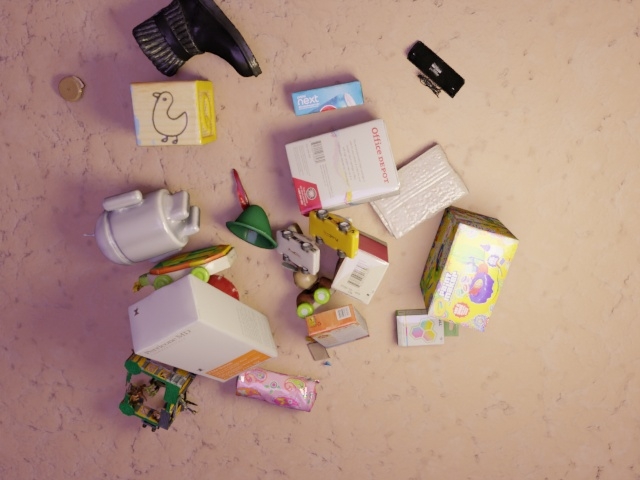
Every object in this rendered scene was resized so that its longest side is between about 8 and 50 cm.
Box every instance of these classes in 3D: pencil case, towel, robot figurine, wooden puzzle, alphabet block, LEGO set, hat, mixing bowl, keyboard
[{"bbox_3d":[-0.150,0.506,2.004,0.285,0.124,0.124,13,105,1],"label":"pencil case"},{"bbox_3d":[0.299,-0.147,1.812,0.282,0.049,0.187,-33,89,11],"label":"towel"},{"bbox_3d":[-0.561,-0.040,1.850,0.354,0.199,0.299,-18,131,8],"label":"robot figurine"},{"bbox_3d":[-0.004,0.379,1.998,0.079,0.014,0.116,-9,108,32],"label":"wooden puzzle"},{"bbox_3d":[-0.437,-0.385,1.754,0.197,0.193,0.192,-1,106,5],"label":"alphabet block"},{"bbox_3d":[-0.545,0.480,2.010,0.255,0.192,0.331,16,122,9],"label":"LEGO set"},{"bbox_3d":[-0.196,-0.097,1.869,0.173,0.208,0.183,7,66,39],"label":"hat"},{"bbox_3d":[-0.370,0.213,1.953,0.182,0.098,0.181,1,104,4],"label":"mixing bowl"},{"bbox_3d":[0.336,-0.502,1.748,0.192,0.038,0.100,40,81,-5],"label":"keyboard"}]

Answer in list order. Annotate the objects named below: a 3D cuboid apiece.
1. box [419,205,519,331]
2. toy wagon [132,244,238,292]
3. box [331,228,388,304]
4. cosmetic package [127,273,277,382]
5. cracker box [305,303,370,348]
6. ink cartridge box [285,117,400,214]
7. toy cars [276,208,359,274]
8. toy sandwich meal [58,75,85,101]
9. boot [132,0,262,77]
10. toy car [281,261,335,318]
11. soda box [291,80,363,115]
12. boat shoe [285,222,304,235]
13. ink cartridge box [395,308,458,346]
[{"bbox_3d":[0.435,0.074,1.756,0.177,0.279,0.289,16,106,1],"label":"box"},{"bbox_3d":[-0.441,0.093,1.839,0.345,0.267,0.068,-13,102,8],"label":"toy wagon"},{"bbox_3d":[0.125,0.075,1.805,0.127,0.232,0.148,25,105,-2],"label":"box"},{"bbox_3d":[-0.347,0.286,1.794,0.230,0.453,0.161,-28,58,13],"label":"cosmetic package"},{"bbox_3d":[0.059,0.280,1.871,0.156,0.232,0.067,-18,65,8],"label":"cracker box"},{"bbox_3d":[0.071,-0.214,1.761,0.307,0.131,0.225,-13,85,7],"label":"ink cartridge box"},{"bbox_3d":[0.000,0.000,1.749,0.394,0.087,0.176,-26,87,54],"label":"toy cars"},{"bbox_3d":[-0.790,-0.483,1.842,0.086,0.029,0.085,2,109,6],"label":"toy sandwich meal"},{"bbox_3d":[-0.363,-0.564,1.728,0.260,0.131,0.348,-39,88,6],"label":"boot"},{"bbox_3d":[-0.055,0.138,1.886,0.149,0.155,0.188,-43,88,13],"label":"toy car"},{"bbox_3d":[0.024,-0.432,1.767,0.210,0.067,0.071,-9,104,8],"label":"soda box"},{"bbox_3d":[-0.071,0.009,1.903,0.045,0.050,0.135,-20,101,23],"label":"boat shoe"},{"bbox_3d":[0.358,0.286,1.929,0.210,0.062,0.108,-3,104,5],"label":"ink cartridge box"}]
